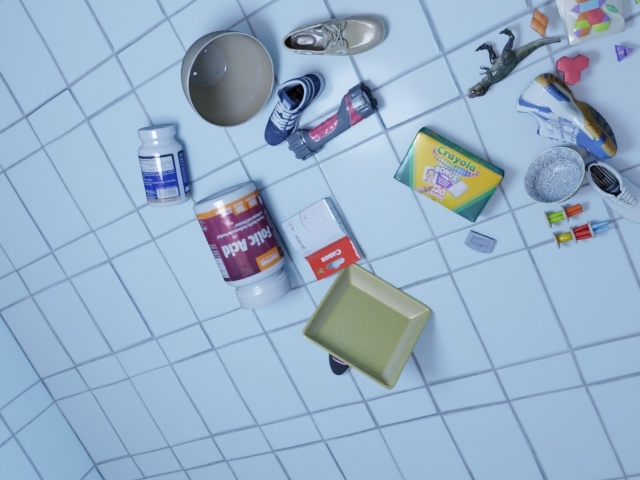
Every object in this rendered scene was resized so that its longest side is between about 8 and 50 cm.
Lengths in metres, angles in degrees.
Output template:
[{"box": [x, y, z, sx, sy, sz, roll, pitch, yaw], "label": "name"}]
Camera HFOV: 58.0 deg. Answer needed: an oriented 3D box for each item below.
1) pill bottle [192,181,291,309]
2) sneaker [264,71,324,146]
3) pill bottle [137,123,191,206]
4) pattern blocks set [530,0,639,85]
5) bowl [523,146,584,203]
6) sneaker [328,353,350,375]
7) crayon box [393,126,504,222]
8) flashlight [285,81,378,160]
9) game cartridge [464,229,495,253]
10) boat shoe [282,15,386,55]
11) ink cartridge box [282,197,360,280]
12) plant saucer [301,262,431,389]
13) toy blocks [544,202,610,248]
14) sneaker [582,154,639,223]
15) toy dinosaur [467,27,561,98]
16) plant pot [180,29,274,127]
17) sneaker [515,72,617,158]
[{"box": [-0.255, 0.019, 1.950, 0.224, 0.224, 0.392, -16, 104, 24], "label": "pill bottle"}, {"box": [-0.109, -0.395, 1.774, 0.099, 0.153, 0.282, 42, 118, 1], "label": "sneaker"}, {"box": [-0.541, -0.259, 1.985, 0.153, 0.153, 0.264, 2, 110, 19], "label": "pill bottle"}, {"box": [0.681, -0.594, 1.459, 0.285, 0.026, 0.325, -27, 100, 18], "label": "pattern blocks set"}, {"box": [0.664, -0.168, 1.609, 0.170, 0.080, 0.170, -21, 59, 39], "label": "bowl"}, {"box": [0.074, 0.381, 2.017, 0.104, 0.147, 0.296, 21, 117, 9], "label": "sneaker"}, {"box": [0.381, -0.196, 1.715, 0.278, 0.081, 0.165, 30, 118, 7], "label": "crayon box"}, {"box": [0.028, -0.362, 1.770, 0.304, 0.103, 0.103, -27, 73, 28], "label": "flashlight"}, {"box": [0.494, 0.007, 1.792, 0.083, 0.017, 0.056, 23, 113, 10], "label": "game cartridge"}, {"box": [0.037, -0.589, 1.676, 0.302, 0.098, 0.109, 2, 111, 19], "label": "boat shoe"}, {"box": [0.000, 0.000, 1.921, 0.189, 0.066, 0.232, -29, 82, 27], "label": "ink cartridge box"}, {"box": [0.148, 0.280, 1.888, 0.333, 0.333, 0.081, 31, 147, 7], "label": "plant saucer"}, {"box": [0.737, -0.053, 1.658, 0.148, 0.054, 0.123, -21, 103, 26], "label": "toy blocks"}, {"box": [0.813, -0.128, 1.579, 0.258, 0.091, 0.094, 39, 118, 2], "label": "sneaker"}, {"box": [0.498, -0.503, 1.570, 0.268, 0.064, 0.118, -34, 99, 23], "label": "toy dinosaur"}, {"box": [-0.311, -0.511, 1.765, 0.191, 0.284, 0.284, 40, 126, 43], "label": "plant pot"}, {"box": [0.666, -0.317, 1.568, 0.296, 0.112, 0.131, 44, 136, 1], "label": "sneaker"}]
